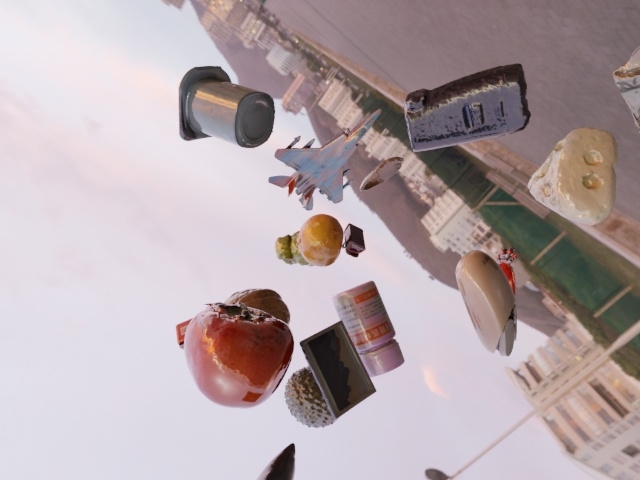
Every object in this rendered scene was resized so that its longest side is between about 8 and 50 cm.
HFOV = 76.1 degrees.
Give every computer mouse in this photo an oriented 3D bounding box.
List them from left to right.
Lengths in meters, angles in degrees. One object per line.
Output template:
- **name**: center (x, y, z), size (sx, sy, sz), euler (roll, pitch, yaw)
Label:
- **computer mouse**: center (0.382, 0.135, 0.915), size (0.145, 0.082, 0.237), euler (-27, -85, -51)

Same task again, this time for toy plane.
- **toy plane**: center (0.025, -0.210, 1.011), size (0.223, 0.326, 0.104), euler (35, -156, -26)

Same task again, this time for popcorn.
- **popcorn**: center (-0.076, 0.050, 2.061), size (0.225, 0.285, 0.174), euler (75, -172, -67)

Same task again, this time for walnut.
- **walnut**: center (-0.273, 0.325, 1.716), size (0.313, 0.277, 0.252), euler (-9, -98, -49)

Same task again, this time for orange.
- **orange**: center (0.002, -0.002, 1.685), size (0.193, 0.219, 0.219), euler (15, -156, -10)

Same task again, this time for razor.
- **razor**: center (0.402, -0.361, 1.145), size (0.107, 0.326, 0.189), euler (-70, -34, -55)

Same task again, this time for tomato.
- **tomato**: center (-0.249, 0.339, 1.215), size (0.341, 0.273, 0.341), euler (12, 180, 0)

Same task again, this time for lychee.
- **lychee**: center (-0.021, 0.612, 1.642), size (0.274, 0.255, 0.255), euler (47, -167, -30)

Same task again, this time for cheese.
- **cheese**: center (0.732, -0.171, 1.160), size (0.173, 0.251, 0.248), euler (12, -135, -3)

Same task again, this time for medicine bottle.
- **medicine bottle**: center (0.214, 0.393, 1.840), size (0.219, 0.219, 0.389), euler (-6, -106, -64)

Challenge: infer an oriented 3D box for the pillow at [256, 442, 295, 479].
- **pillow**: center (-0.134, 0.687, 1.081), size (0.106, 0.250, 0.186), euler (18, -164, 16)

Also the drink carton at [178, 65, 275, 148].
- **drink carton**: center (-0.239, -0.333, 1.053), size (0.189, 0.191, 0.185), euler (27, -149, 30)

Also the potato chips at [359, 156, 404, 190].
- **potato chips**: center (0.238, -0.270, 1.621), size (0.150, 0.201, 0.049), euler (-14, -109, -55)

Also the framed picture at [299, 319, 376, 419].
- **framed picture**: center (0.059, 0.418, 1.346), size (0.192, 0.018, 0.266), euler (-19, -102, -38)

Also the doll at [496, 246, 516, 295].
- **doll**: center (0.568, 0.103, 1.274), size (0.057, 0.169, 0.109), euler (18, 167, -25)

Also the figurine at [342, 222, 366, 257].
- **figurine**: center (0.129, 0.014, 1.734), size (0.082, 0.098, 0.154), euler (28, -140, -27)

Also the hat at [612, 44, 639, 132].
- **hat**: center (0.656, -0.276, 0.689), size (0.149, 0.245, 0.214), euler (1, -129, -46)

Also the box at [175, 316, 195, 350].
- **box**: center (-0.407, 0.350, 1.434), size (0.099, 0.133, 0.182), euler (-122, 12, -46)
